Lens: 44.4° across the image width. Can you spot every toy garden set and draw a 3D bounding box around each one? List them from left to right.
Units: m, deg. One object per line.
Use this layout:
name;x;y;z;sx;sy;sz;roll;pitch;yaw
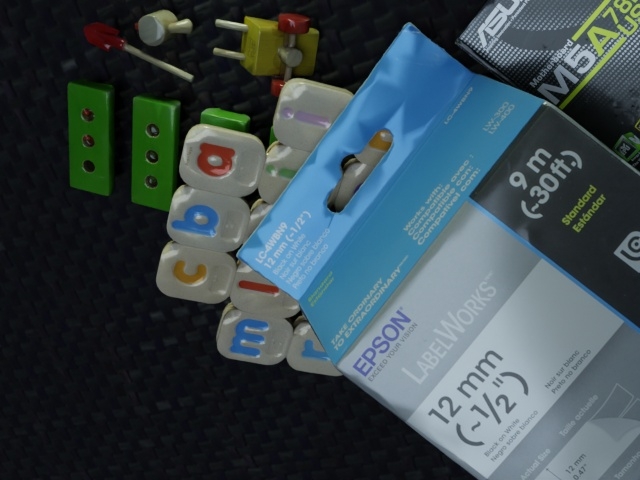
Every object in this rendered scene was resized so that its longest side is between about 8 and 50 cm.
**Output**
toy garden set;-0.114;-0.123;0.730;0.244;0.049;0.204;14;118;11

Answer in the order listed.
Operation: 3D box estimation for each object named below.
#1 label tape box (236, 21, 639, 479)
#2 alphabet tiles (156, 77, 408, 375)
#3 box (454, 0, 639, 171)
label tape box;0.133;0.030;0.610;0.347;0.115;0.249;37;99;-2
alphabet tiles;0.000;0.000;0.720;0.277;0.021;0.284;11;117;-12
box;0.235;-0.175;0.605;0.184;0.045;0.191;37;117;-5
